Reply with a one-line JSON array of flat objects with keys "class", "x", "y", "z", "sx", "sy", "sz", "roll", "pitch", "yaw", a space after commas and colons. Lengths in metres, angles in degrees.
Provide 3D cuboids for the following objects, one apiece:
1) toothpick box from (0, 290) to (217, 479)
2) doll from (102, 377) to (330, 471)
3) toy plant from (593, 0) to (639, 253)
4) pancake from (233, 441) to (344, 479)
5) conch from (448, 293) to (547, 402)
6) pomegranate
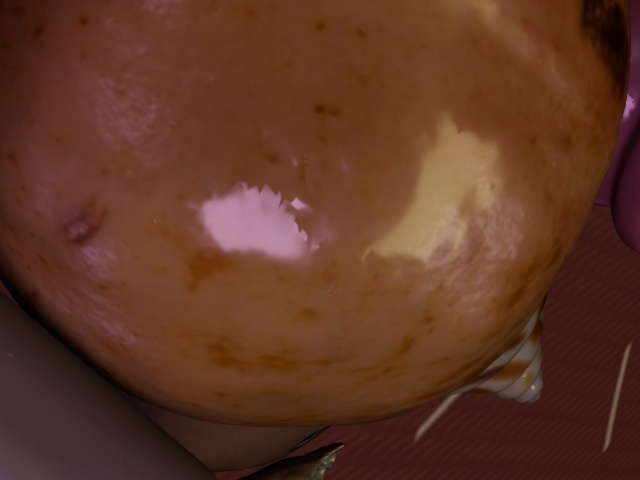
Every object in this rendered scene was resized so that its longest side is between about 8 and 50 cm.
[{"class": "toothpick box", "x": -0.141, "y": 0.079, "z": 0.749, "sx": 0.111, "sy": 0.180, "sz": 0.111, "roll": -41, "pitch": -160, "yaw": 19}, {"class": "doll", "x": 0.000, "y": 0.000, "z": 1.131, "sx": 0.330, "sy": 0.174, "sz": 0.235, "roll": -42, "pitch": 153, "yaw": -27}, {"class": "toy plant", "x": 0.315, "y": -0.080, "z": 1.445, "sx": 0.210, "sy": 0.356, "sz": 0.317, "roll": -45, "pitch": 154, "yaw": -15}, {"class": "pancake", "x": -0.099, "y": 0.253, "z": 1.200, "sx": 0.197, "sy": 0.054, "sz": 0.376, "roll": 33, "pitch": 119, "yaw": -26}, {"class": "conch", "x": 0.095, "y": 0.027, "z": 1.363, "sx": 0.183, "sy": 0.148, "sz": 0.275, "roll": -48, "pitch": 151, "yaw": -17}, {"class": "pomegranate", "x": -0.035, "y": -0.076, "z": 0.826, "sx": 0.342, "sy": 0.342, "sz": 0.342, "roll": -44, "pitch": 151, "yaw": -33}]
